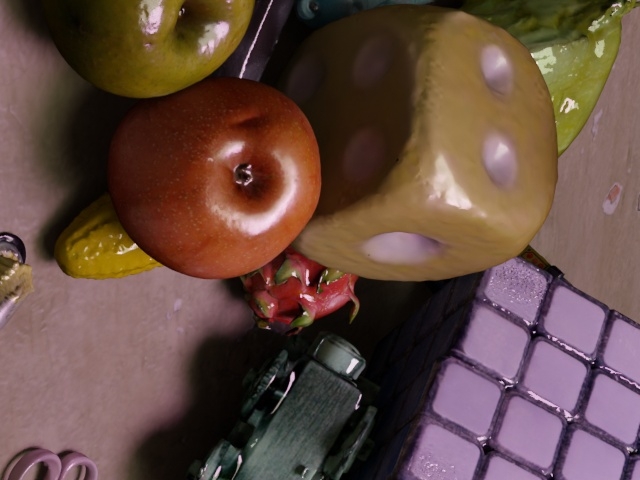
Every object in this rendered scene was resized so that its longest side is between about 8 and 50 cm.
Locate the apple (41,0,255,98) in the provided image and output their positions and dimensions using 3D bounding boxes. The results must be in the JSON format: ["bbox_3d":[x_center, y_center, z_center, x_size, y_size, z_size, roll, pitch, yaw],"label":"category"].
[{"bbox_3d":[-0.159,-0.226,1.485,0.196,0.157,0.196,-27,130,-37],"label":"apple"}]

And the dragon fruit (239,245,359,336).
[{"bbox_3d":[0.003,0.003,1.855,0.236,0.135,0.137,-54,140,-20],"label":"dragon fruit"}]

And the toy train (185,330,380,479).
[{"bbox_3d":[-0.042,0.248,1.875,0.299,0.167,0.238,-57,176,-6],"label":"toy train"}]

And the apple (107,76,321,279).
[{"bbox_3d":[-0.096,-0.063,1.556,0.201,0.162,0.201,2,87,-32],"label":"apple"}]

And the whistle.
[{"bbox_3d":[0.067,-0.282,1.793,0.274,0.093,0.186,-27,106,-44],"label":"whistle"}]

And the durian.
[{"bbox_3d":[0.224,-0.195,1.961,0.256,0.204,0.339,-19,138,-40],"label":"durian"}]

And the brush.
[{"bbox_3d":[-0.364,0.113,1.526,0.297,0.060,0.068,-48,144,-21],"label":"brush"}]

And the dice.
[{"bbox_3d":[0.091,-0.098,1.715,0.227,0.238,0.233,20,63,-43],"label":"dice"}]

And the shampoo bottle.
[{"bbox_3d":[-0.060,-0.237,1.688,0.063,0.057,0.207,18,97,-54],"label":"shampoo bottle"}]

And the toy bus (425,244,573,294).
[{"bbox_3d":[0.271,0.110,2.215,0.138,0.175,0.287,-41,142,-3],"label":"toy bus"}]

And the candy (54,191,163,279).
[{"bbox_3d":[-0.179,-0.015,1.653,0.199,0.094,0.106,-27,136,-32],"label":"candy"}]

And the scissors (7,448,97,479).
[{"bbox_3d":[-0.318,0.335,1.748,0.118,0.030,0.242,15,100,-54],"label":"scissors"}]

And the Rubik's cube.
[{"bbox_3d":[0.223,0.268,1.947,0.344,0.344,0.337,-48,-165,57],"label":"Rubik's cube"}]
